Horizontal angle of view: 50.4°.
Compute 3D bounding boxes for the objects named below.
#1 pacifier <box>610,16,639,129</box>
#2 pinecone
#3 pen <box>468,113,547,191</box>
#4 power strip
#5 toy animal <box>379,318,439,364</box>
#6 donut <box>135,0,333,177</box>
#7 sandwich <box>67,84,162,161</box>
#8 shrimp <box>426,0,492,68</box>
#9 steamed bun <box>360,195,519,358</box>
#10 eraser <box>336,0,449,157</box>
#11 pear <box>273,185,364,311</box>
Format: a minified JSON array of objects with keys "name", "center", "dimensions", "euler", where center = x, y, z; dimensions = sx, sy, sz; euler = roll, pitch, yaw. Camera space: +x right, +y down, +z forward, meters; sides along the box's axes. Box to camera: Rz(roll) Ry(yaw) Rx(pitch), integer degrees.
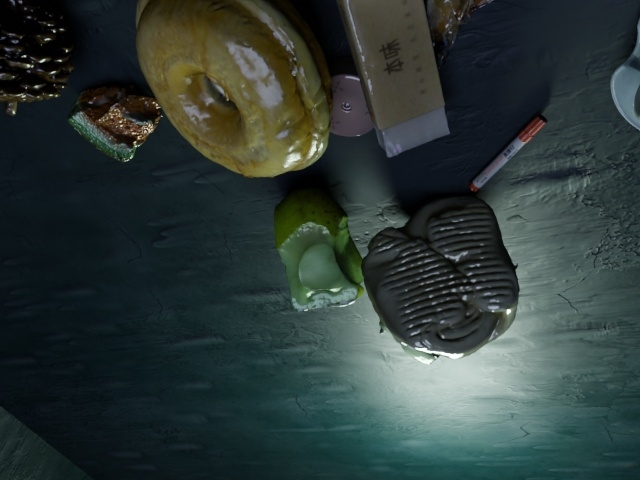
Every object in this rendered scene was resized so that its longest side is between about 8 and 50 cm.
[{"name":"pacifier","center":[0.612,-0.274,1.171],"dimensions":[0.227,0.207,0.279],"euler":[38,145,25]},{"name":"pinecone","center":[-0.615,-0.387,1.381],"dimensions":[0.243,0.243,0.257],"euler":[33,93,-20]},{"name":"pen","center":[0.400,-0.184,1.465],"dimensions":[0.028,0.028,0.239],"euler":[26,137,-13]},{"name":"power strip","center":[0.061,-0.295,1.399],"dimensions":[0.154,0.078,0.154],"euler":[6,134,6]},{"name":"toy animal","center":[0.251,0.261,1.911],"dimensions":[0.094,0.121,0.225],"euler":[-28,122,37]},{"name":"donut","center":[-0.166,-0.311,1.299],"dimensions":[0.449,0.198,0.449],"euler":[25,148,17]},{"name":"sandwich","center":[-0.465,-0.282,1.531],"dimensions":[0.185,0.109,0.160],"euler":[30,137,-17]},{"name":"shrimp","center":[0.263,-0.446,1.202],"dimensions":[0.164,0.062,0.317],"euler":[3,139,0]},{"name":"steamed bun","center":[0.284,0.113,1.583],"dimensions":[0.342,0.367,0.255],"euler":[-16,148,5]},{"name":"eraser","center":[0.140,-0.332,1.274],"dimensions":[0.144,0.078,0.343],"euler":[-22,125,-1]},{"name":"pear","center":[0.000,0.000,1.635],"dimensions":[0.176,0.286,0.282],"euler":[-14,104,10]}]
